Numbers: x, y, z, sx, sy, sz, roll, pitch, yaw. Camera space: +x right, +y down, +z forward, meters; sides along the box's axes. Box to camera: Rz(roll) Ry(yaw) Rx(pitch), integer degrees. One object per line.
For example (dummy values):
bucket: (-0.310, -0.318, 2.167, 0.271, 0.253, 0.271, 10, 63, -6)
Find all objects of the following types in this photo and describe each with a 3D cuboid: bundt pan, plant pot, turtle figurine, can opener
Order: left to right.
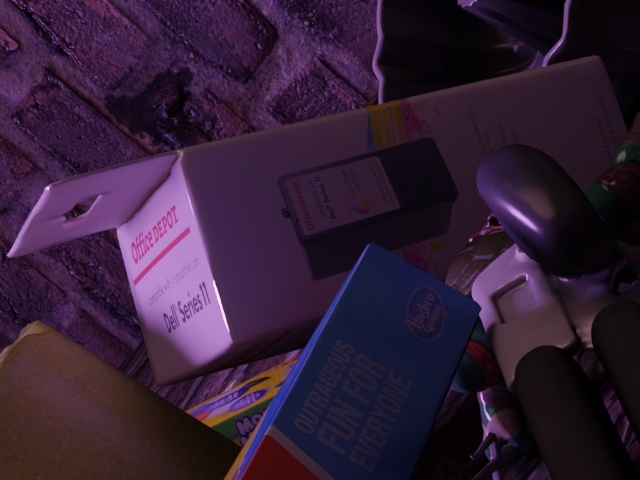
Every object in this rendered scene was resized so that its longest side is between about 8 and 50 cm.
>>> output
plant pot: (-0.150, 0.199, 1.146, 0.276, 0.254, 0.276, -49, 7, 8)
bundt pan: (0.171, -0.198, 1.390, 0.331, 0.124, 0.331, -36, 49, 55)
turtle figurine: (0.126, 0.031, 0.916, 0.234, 0.118, 0.175, -47, 4, -36)
can opener: (0.107, 0.044, 0.734, 0.076, 0.095, 0.283, -32, 23, 9)

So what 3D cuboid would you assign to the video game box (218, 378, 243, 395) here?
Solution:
video game box: (-0.158, 0.258, 1.780, 0.205, 0.048, 0.187, -45, 11, 38)

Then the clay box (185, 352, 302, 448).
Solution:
clay box: (-0.076, 0.158, 1.421, 0.222, 0.053, 0.127, -25, 6, -3)

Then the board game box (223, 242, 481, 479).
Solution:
board game box: (-0.049, 0.184, 0.817, 0.316, 0.064, 0.242, -59, 0, 37)

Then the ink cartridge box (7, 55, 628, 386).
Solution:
ink cartridge box: (0.000, 0.000, 1.084, 0.353, 0.119, 0.207, -14, -8, -19)
